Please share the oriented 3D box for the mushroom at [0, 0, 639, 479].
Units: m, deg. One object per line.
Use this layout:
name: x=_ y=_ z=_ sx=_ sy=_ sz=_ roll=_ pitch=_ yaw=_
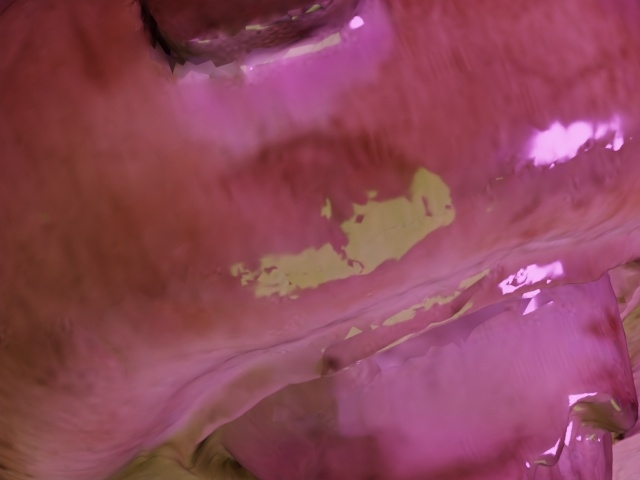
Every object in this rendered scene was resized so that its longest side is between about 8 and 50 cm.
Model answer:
mushroom: x=0.000 y=0.000 z=0.416 sx=0.255 sy=0.184 sz=0.255 roll=-12 pitch=161 yaw=-4
